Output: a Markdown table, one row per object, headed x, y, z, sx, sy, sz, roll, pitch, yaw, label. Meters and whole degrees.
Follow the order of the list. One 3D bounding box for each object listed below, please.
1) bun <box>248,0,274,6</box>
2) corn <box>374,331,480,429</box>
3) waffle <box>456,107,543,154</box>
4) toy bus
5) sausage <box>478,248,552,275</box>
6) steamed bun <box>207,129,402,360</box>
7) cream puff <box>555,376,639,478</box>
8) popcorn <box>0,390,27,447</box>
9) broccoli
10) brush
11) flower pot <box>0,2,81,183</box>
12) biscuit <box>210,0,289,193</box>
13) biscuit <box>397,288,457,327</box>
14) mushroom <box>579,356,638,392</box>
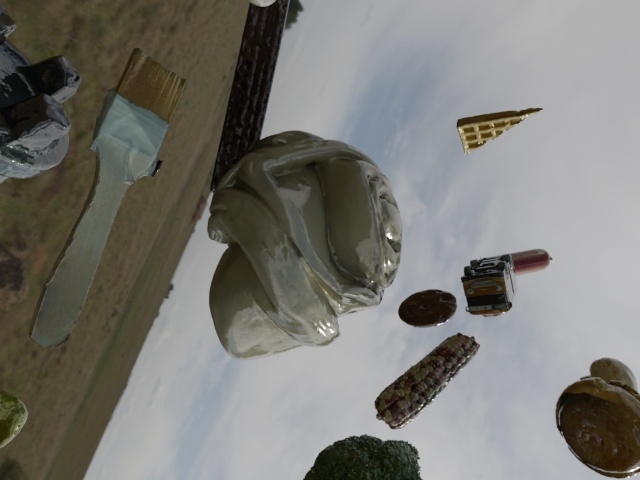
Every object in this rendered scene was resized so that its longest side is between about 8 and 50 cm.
| x | y | z | sx | sy | sz | roll | pitch | yaw | label |
| --- | --- | --- | --- | --- | --- | --- | --- | --- | --- |
| -0.081 | -0.324 | 0.495 | 0.175 | 0.263 | 0.263 | 76 | 26 | -57 | bun |
| 0.232 | 0.302 | 1.120 | 0.280 | 0.092 | 0.092 | -42 | -168 | -8 | corn |
| 0.429 | -0.257 | 1.206 | 0.190 | 0.125 | 0.032 | -2 | -123 | 27 | waffle |
| 0.387 | 0.101 | 1.157 | 0.201 | 0.098 | 0.114 | -19 | 97 | -63 | toy bus |
| 0.591 | 0.069 | 1.508 | 0.083 | 0.263 | 0.083 | 172 | -90 | -66 | sausage |
| 0.000 | 0.000 | 0.801 | 0.368 | 0.255 | 0.343 | -62 | 154 | -52 | steamed bun |
| 0.538 | 0.345 | 0.954 | 0.189 | 0.129 | 0.189 | 12 | -74 | 51 | cream puff |
| -0.395 | 0.152 | 0.406 | 0.259 | 0.259 | 0.212 | -69 | 157 | -12 | popcorn |
| 0.115 | 0.686 | 1.376 | 0.413 | 0.310 | 0.321 | -32 | 143 | -26 | broccoli |
| -0.240 | -0.044 | 0.561 | 0.020 | 0.085 | 0.337 | 13 | -100 | 45 | brush |
| -0.547 | -0.206 | 0.787 | 0.282 | 0.299 | 0.299 | -25 | -157 | 7 | flower pot |
| -0.130 | -0.263 | 0.937 | 0.107 | 0.073 | 0.389 | 177 | -74 | -81 | biscuit |
| 0.374 | 0.233 | 1.784 | 0.212 | 0.036 | 0.212 | -15 | -155 | 7 | biscuit |
| 0.636 | 0.329 | 1.120 | 0.112 | 0.148 | 0.148 | -9 | -132 | 27 | mushroom |
